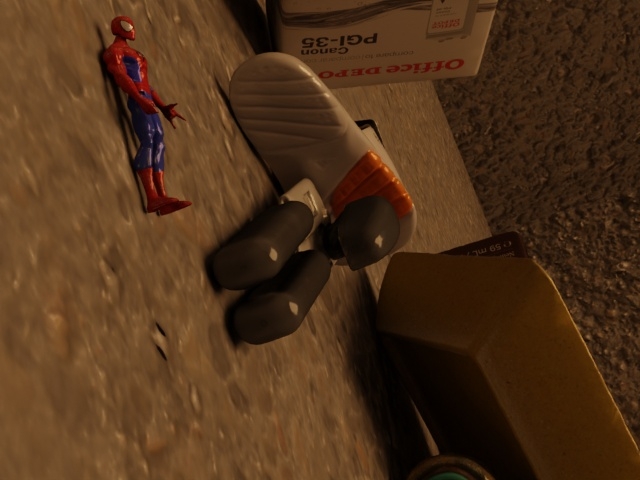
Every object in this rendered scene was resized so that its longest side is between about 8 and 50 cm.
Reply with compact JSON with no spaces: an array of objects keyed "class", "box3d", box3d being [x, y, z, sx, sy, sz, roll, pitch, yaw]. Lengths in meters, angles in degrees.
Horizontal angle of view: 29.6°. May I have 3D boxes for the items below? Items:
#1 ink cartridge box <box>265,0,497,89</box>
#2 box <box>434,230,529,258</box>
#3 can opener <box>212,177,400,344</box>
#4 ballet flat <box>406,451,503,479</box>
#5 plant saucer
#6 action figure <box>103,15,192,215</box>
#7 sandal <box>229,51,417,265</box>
[{"class":"ink cartridge box","box3d":[0.059,-0.264,1.089,0.283,0.207,0.117,95,-13,-61]},{"class":"box","box3d":[0.208,0.130,1.511,0.167,0.168,0.203,60,15,-51]},{"class":"can opener","box3d":[0.000,0.000,0.877,0.283,0.095,0.076,-54,125,-77]},{"class":"ballet flat","box3d":[0.203,0.336,1.104,0.348,0.123,0.123,52,9,5]},{"class":"plant saucer","box3d":[0.179,0.175,1.188,0.332,0.081,0.333,61,-17,-10]},{"class":"action figure","box3d":[-0.099,-0.073,0.687,0.038,0.030,0.115,2,68,-73]},{"class":"sandal","box3d":[0.007,-0.080,1.027,0.265,0.102,0.076,58,20,-45]}]
